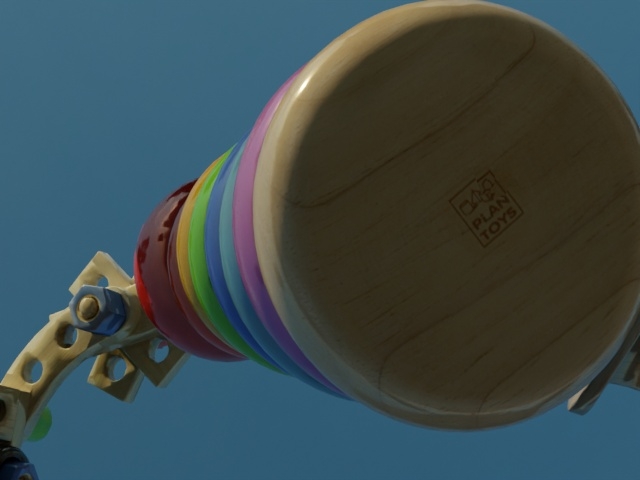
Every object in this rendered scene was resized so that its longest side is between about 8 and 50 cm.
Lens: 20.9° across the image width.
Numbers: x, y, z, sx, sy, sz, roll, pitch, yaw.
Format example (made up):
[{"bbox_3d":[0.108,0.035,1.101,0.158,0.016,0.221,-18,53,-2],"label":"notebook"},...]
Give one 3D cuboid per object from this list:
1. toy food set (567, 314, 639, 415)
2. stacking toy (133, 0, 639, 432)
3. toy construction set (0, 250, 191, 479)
[{"bbox_3d":[0.287,0.032,0.744,0.306,0.219,0.092,22,-157,-14],"label":"toy food set"},{"bbox_3d":[0.000,0.000,0.703,0.141,0.330,0.141,1,-94,-18],"label":"stacking toy"},{"bbox_3d":[-0.227,0.057,1.048,0.328,0.151,0.215,18,-103,-46],"label":"toy construction set"}]
